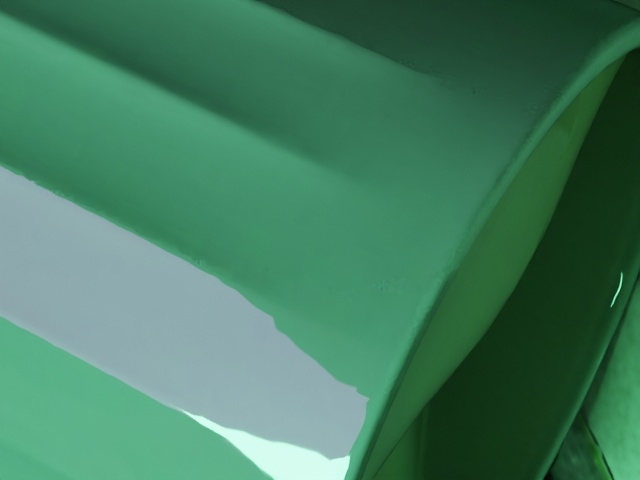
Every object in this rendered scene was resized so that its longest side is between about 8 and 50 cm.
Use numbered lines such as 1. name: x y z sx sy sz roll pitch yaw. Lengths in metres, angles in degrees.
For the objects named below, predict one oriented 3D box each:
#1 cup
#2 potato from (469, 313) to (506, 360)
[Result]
1. cup: -0.098 0.011 0.620 0.327 0.322 0.237 25 165 19
2. potato: 0.053 0.024 0.729 0.083 0.040 0.051 52 119 28
